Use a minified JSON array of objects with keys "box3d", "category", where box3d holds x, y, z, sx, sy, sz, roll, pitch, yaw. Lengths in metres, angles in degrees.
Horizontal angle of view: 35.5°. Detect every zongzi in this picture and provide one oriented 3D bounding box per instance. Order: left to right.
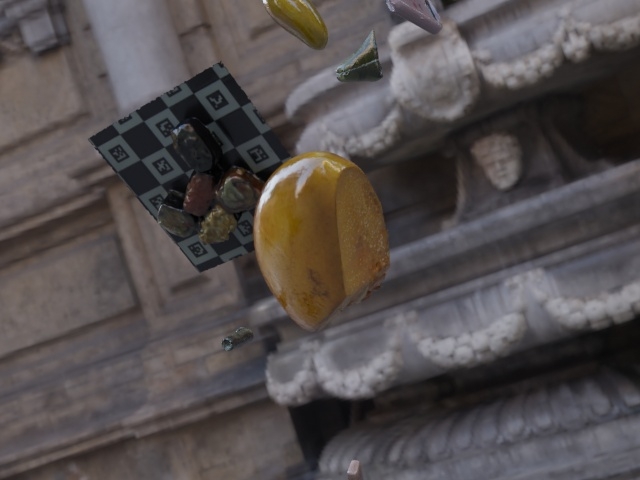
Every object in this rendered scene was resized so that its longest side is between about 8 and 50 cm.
[{"box3d":[0.077,-0.393,2.119,0.104,0.113,0.052,-6,1,-32],"category":"zongzi"}]

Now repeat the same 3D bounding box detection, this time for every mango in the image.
[{"box3d":[-0.044,-0.438,1.957,0.076,0.161,0.103,-42,-10,-5],"category":"mango"},{"box3d":[0.000,0.000,1.435,0.199,0.201,0.350,-3,-35,4],"category":"mango"}]

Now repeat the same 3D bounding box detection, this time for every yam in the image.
[{"box3d":[-0.136,0.157,1.579,0.033,0.027,0.129,15,3,10],"category":"yam"}]

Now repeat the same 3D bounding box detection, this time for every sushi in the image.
[{"box3d":[-0.214,-0.102,1.841,0.343,0.359,0.064,-22,26,30],"category":"sushi"}]

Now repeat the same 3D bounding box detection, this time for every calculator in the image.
[{"box3d":[0.182,-0.475,2.021,0.175,0.100,0.032,17,-48,-41],"category":"calculator"}]

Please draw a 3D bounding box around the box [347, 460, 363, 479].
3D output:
[{"box3d":[0.079,0.528,2.143,0.025,0.115,0.048,1,27,18],"category":"box"}]
